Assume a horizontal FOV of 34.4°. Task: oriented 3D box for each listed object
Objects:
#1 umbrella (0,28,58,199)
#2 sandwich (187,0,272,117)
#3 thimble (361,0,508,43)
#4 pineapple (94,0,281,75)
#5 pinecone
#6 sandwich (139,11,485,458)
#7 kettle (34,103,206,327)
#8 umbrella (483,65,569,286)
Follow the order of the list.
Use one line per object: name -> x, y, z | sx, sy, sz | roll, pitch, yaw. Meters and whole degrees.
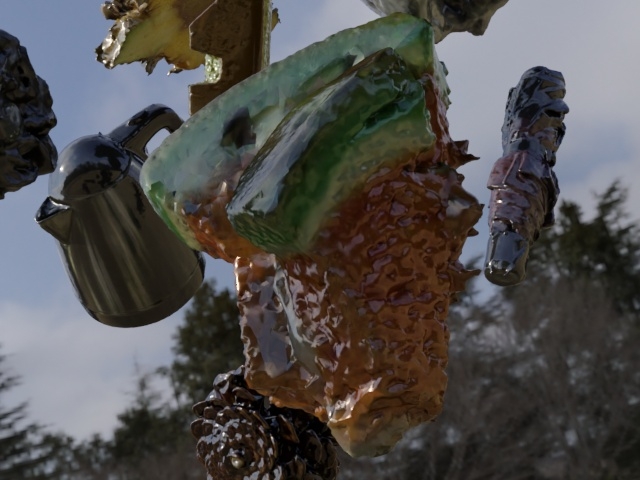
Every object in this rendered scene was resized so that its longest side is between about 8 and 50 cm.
umbrella -> -0.328, -0.046, 0.642 | 0.337, 0.154, 0.128 | -12, -46, 10
sandwich -> -0.099, -0.174, 1.086 | 0.088, 0.244, 0.090 | 5, 13, -1
thimble -> 0.090, -0.282, 0.776 | 0.217, 0.157, 0.245 | -28, -30, -35
pineapple -> -0.229, -0.368, 1.383 | 0.286, 0.209, 0.344 | -38, -25, -15
pinecone -> -0.039, 0.197, 1.068 | 0.163, 0.163, 0.165 | -32, -10, 38
sandwich -> 0.000, 0.000, 0.710 | 0.250, 0.301, 0.162 | -23, -21, 11
kettle -> -0.278, -0.041, 1.488 | 0.251, 0.207, 0.271 | -20, -45, -2
umbrella -> 0.266, -0.087, 1.335 | 0.094, 0.326, 0.090 | -4, -33, 32
